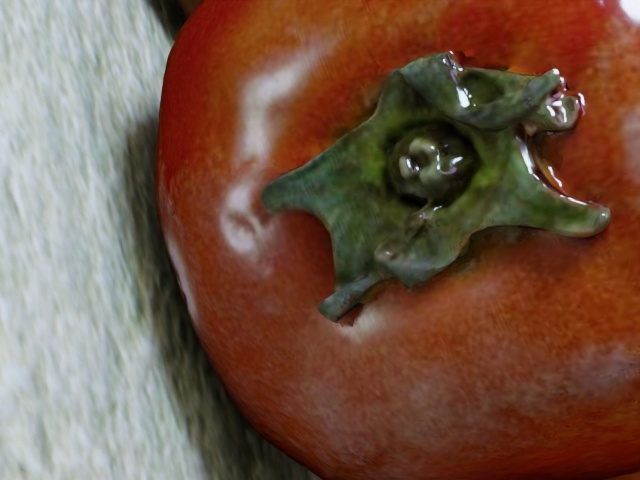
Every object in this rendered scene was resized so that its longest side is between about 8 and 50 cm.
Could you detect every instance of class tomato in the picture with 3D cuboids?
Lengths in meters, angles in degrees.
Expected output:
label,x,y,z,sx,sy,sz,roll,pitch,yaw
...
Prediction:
label,x,y,z,sx,sy,sz,roll,pitch,yaw
tomato,0.092,-0.021,0.873,0.293,0.325,0.290,70,17,8

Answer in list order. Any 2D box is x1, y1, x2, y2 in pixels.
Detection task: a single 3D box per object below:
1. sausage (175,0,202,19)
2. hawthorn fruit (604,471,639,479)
label,x,y,z,sx,sy,sz,roll,pitch,yaw
sausage,-0.042,-0.148,1.005,0.089,0.083,0.300,38,-17,53
hawthorn fruit,0.175,0.215,1.105,0.215,0.215,0.249,-42,111,-73
